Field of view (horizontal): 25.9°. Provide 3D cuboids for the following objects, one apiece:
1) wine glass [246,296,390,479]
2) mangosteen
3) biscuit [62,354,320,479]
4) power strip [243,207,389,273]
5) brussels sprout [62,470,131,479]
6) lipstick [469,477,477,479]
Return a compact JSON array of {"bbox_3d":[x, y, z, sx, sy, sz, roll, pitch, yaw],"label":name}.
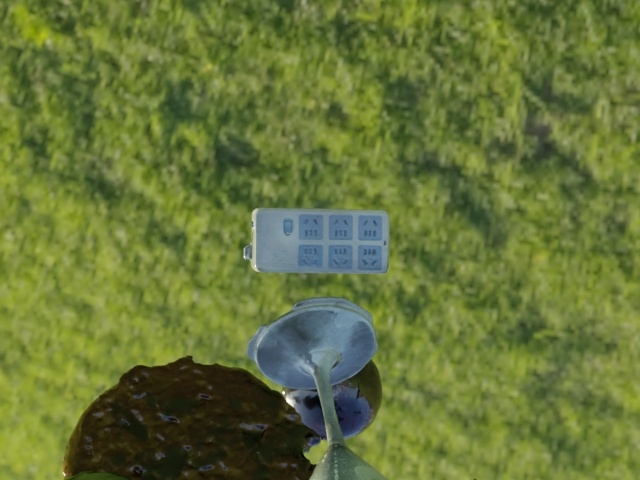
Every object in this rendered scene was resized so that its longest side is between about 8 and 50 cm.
[{"bbox_3d":[0.012,0.169,1.172,0.156,0.232,0.156,-6,134,-6],"label":"wine glass"},{"bbox_3d":[0.021,0.220,2.006,0.152,0.153,0.152,10,153,5],"label":"mangosteen"},{"bbox_3d":[-0.146,0.289,1.706,0.334,0.289,0.081,29,147,15],"label":"biscuit"},{"bbox_3d":[0.000,0.000,1.740,0.192,0.082,0.035,1,-178,-18],"label":"power strip"},{"bbox_3d":[-0.250,0.351,1.545,0.131,0.183,0.145,-22,-177,33],"label":"brussels sprout"},{"bbox_3d":[0.208,0.363,1.860,0.037,0.116,0.037,-1,124,-2],"label":"lipstick"}]
